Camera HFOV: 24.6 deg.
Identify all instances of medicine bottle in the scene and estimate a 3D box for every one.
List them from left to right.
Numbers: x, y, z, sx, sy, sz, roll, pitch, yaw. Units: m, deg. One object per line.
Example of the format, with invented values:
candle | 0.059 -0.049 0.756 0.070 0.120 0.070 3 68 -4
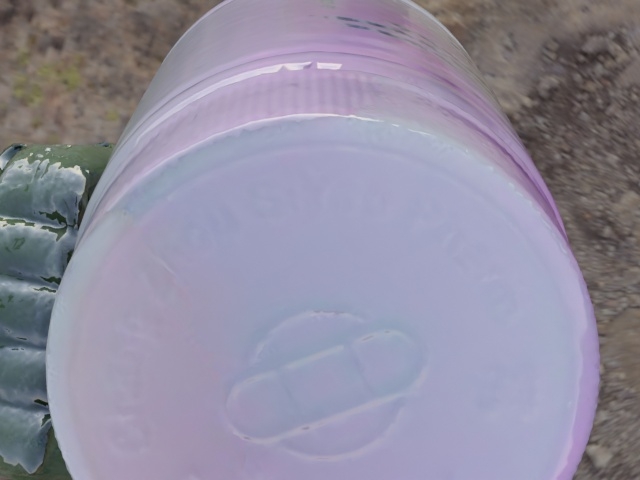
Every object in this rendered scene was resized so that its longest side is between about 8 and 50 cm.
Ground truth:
medicine bottle | 0.000 0.000 0.497 0.152 0.254 0.152 0 107 0

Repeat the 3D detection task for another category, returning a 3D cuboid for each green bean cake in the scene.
green bean cake | -0.153 0.049 0.977 0.125 0.227 0.222 8 84 21
